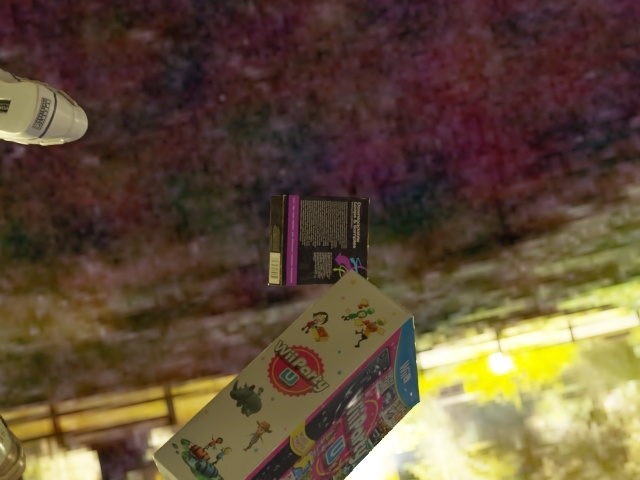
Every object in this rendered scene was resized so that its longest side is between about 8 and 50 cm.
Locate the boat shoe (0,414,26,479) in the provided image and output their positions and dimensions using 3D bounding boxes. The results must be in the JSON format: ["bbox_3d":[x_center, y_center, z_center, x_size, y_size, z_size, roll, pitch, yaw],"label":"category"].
[{"bbox_3d":[-0.354,0.177,1.342,0.089,0.104,0.285,41,166,-23],"label":"boat shoe"}]

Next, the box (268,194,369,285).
[{"bbox_3d":[0.000,0.000,1.876,0.162,0.116,0.029,1,-178,-44],"label":"box"}]

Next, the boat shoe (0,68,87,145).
[{"bbox_3d":[-0.373,-0.158,1.826,0.084,0.095,0.258,19,-176,-34],"label":"boat shoe"}]

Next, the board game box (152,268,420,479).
[{"bbox_3d":[-0.026,0.208,1.612,0.303,0.097,0.224,-44,154,-19],"label":"board game box"}]
